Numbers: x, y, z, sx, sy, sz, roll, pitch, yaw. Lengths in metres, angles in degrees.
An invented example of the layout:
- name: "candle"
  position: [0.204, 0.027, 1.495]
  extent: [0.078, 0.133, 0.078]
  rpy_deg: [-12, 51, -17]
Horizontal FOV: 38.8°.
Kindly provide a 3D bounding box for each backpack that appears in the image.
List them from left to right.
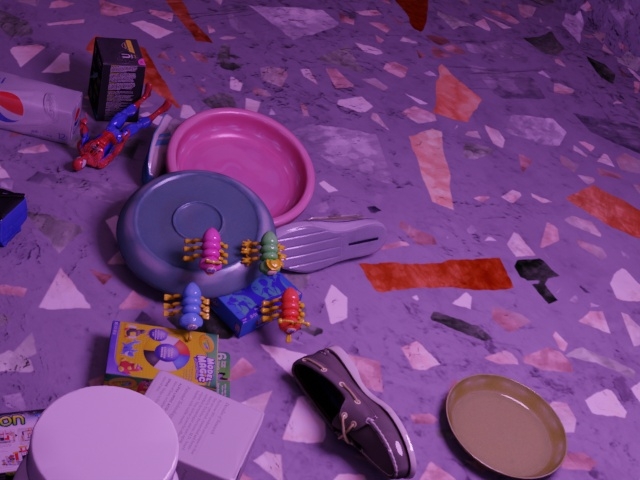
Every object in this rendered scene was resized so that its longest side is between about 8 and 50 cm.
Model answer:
- name: "backpack"
  position: [-0.634, -0.047, 1.724]
  extent: [0.120, 0.101, 0.098]
  rpy_deg: [21, 37, 8]

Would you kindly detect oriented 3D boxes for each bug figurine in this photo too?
- name: "bug figurine"
  position: [-0.148, 0.081, 1.683]
  extent: [0.279, 0.072, 0.216]
  rpy_deg: [4, 69, -23]

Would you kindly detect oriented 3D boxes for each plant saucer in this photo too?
- name: "plant saucer"
  position: [-0.242, -0.028, 1.798]
  extent: [0.318, 0.043, 0.317]
  rpy_deg: [6, 52, -7]
- name: "plant saucer"
  position: [-0.179, -0.144, 2.001]
  extent: [0.332, 0.084, 0.332]
  rpy_deg: [10, 53, -14]
- name: "plant saucer"
  position: [0.344, 0.354, 1.706]
  extent: [0.241, 0.037, 0.241]
  rpy_deg: [12, 38, -10]

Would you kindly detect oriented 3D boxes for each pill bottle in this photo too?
- name: "pill bottle"
  position: [-0.293, 0.366, 1.165]
  extent: [0.210, 0.363, 0.210]
  rpy_deg: [12, 39, -10]

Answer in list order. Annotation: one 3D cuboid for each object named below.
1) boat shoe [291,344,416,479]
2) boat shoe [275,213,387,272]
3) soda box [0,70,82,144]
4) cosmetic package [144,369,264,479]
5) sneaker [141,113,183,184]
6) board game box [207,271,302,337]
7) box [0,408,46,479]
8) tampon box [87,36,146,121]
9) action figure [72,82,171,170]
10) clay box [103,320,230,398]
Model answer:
- name: "boat shoe"
  position: [0.055, 0.307, 1.590]
  extent: [0.091, 0.109, 0.305]
  rpy_deg: [-10, 41, -31]
- name: "boat shoe"
  position: [0.000, 0.000, 1.952]
  extent: [0.302, 0.109, 0.094]
  rpy_deg: [-5, 20, -33]
- name: "soda box"
  position: [-0.683, -0.306, 2.018]
  extent: [0.286, 0.091, 0.098]
  rpy_deg: [14, 39, -6]
- name: "cosmetic package"
  position: [-0.208, 0.330, 1.413]
  extent: [0.184, 0.151, 0.151]
  rpy_deg: [22, 38, 2]
- name: "sneaker"
  position: [-0.339, -0.200, 2.042]
  extent: [0.092, 0.087, 0.228]
  rpy_deg: [22, 42, -9]
- name: "board game box"
  position: [-0.164, 0.083, 1.807]
  extent: [0.160, 0.047, 0.210]
  rpy_deg: [-25, 55, -40]
- name: "box"
  position: [-0.483, 0.320, 1.402]
  extent: [0.207, 0.036, 0.114]
  rpy_deg: [-2, 43, -24]
- name: "tampon box"
  position: [-0.478, -0.377, 2.132]
  extent: [0.101, 0.161, 0.120]
  rpy_deg: [-2, 44, -25]
- name: "action figure"
  position: [-0.441, -0.258, 1.994]
  extent: [0.091, 0.139, 0.280]
  rpy_deg: [40, 60, 0]
- name: "clay box"
  position: [-0.264, 0.215, 1.605]
  extent: [0.222, 0.053, 0.127]
  rpy_deg: [8, 39, -13]
